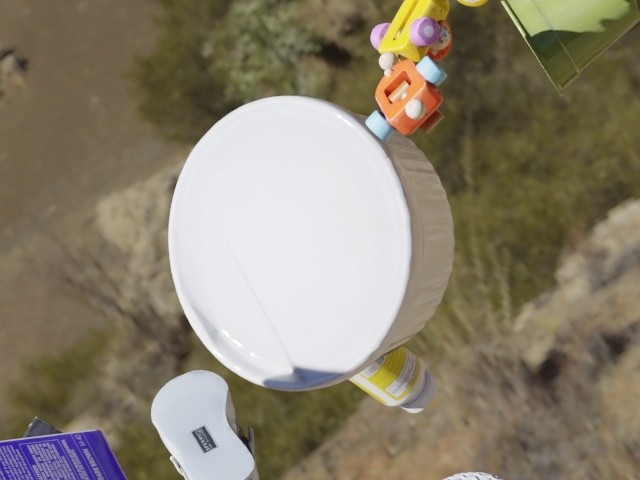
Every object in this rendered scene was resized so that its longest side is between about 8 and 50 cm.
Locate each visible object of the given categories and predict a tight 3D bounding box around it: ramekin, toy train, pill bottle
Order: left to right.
[{"bbox_3d":[0.000,0.000,1.639,0.273,0.272,0.127,-20,-8,34],"label":"ramekin"},{"bbox_3d":[0.069,0.135,1.864,0.065,0.116,0.065,-32,37,28],"label":"pill bottle"},{"bbox_3d":[0.090,-0.133,1.117,0.166,0.046,0.125,-48,27,9],"label":"toy train"}]

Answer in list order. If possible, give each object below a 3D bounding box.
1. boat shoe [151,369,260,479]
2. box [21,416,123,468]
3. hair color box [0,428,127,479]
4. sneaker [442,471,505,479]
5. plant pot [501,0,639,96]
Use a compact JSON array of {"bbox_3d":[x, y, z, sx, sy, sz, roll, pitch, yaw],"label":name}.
[{"bbox_3d":[-0.134,0.277,2.297,0.113,0.105,0.306,-26,30,-12],"label":"boat shoe"},{"bbox_3d":[-0.306,0.291,1.944,0.162,0.116,0.029,-61,10,-19],"label":"box"},{"bbox_3d":[-0.367,0.294,1.715,0.110,0.339,0.185,57,131,32],"label":"hair color box"},{"bbox_3d":[0.108,0.393,1.510,0.137,0.210,0.365,6,64,10],"label":"sneaker"},{"bbox_3d":[0.181,-0.158,1.251,0.079,0.083,0.083,-33,23,9],"label":"plant pot"}]
